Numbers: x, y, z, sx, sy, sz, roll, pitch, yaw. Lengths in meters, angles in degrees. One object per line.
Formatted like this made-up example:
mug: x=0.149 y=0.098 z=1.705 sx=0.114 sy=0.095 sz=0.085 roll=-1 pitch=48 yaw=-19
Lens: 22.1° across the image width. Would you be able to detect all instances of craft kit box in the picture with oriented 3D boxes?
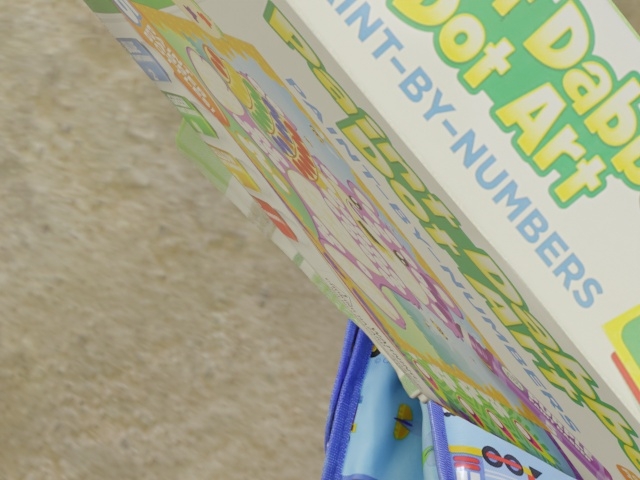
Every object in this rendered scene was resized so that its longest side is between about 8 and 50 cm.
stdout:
craft kit box: x=0.004 y=-0.045 z=0.423 sx=0.061 sy=0.246 sz=0.250 roll=-43 pitch=101 yaw=-10

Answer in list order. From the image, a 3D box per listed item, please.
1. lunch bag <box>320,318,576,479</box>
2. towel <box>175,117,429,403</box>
lunch bag: x=0.107 y=0.141 z=0.895 sx=0.221 sy=0.138 sz=0.293 roll=34 pitch=42 yaw=-30
towel: x=0.000 y=0.000 z=0.636 sx=0.152 sy=0.113 sz=0.023 roll=44 pitch=72 yaw=5
